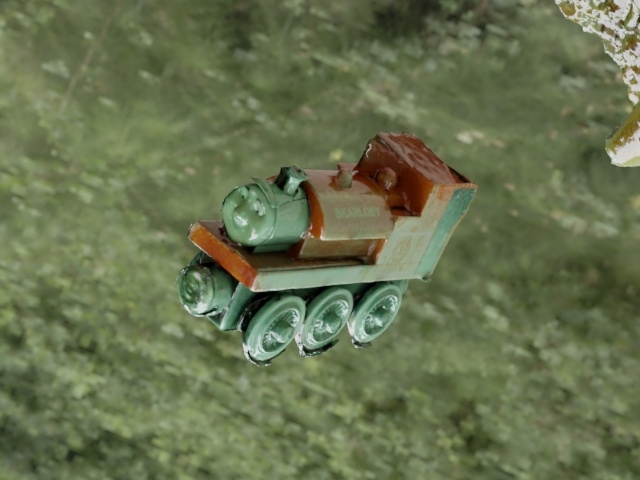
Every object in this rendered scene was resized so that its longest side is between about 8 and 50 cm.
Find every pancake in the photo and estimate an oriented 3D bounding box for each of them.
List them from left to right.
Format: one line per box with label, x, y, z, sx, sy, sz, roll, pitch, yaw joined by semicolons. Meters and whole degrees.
pancake;0.275;-0.208;1.311;0.197;0.054;0.377;29;148;45

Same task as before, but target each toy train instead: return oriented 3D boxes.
toy train;0.000;0.000;0.786;0.074;0.118;0.176;38;-157;32
